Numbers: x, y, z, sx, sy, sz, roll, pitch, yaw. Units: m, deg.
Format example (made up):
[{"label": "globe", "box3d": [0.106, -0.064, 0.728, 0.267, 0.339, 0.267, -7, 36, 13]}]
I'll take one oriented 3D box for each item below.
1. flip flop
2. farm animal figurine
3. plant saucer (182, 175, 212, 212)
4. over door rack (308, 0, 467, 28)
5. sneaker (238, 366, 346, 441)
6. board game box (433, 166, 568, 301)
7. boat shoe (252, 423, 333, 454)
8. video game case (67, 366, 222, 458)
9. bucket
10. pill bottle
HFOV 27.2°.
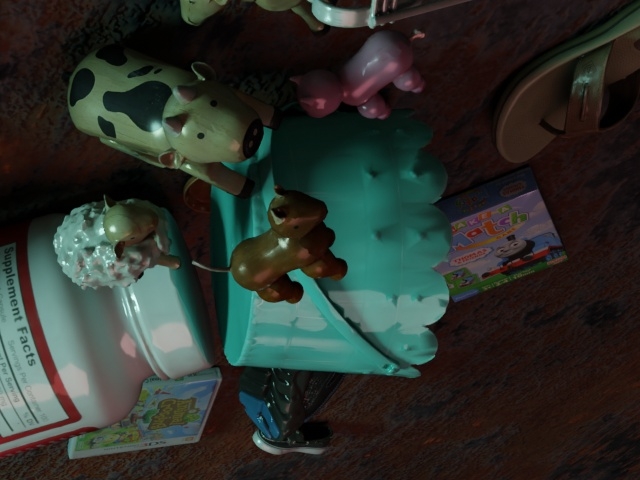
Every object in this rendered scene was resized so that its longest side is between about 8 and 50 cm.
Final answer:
[{"label": "flip flop", "box3d": [0.292, -0.159, 1.355, 0.277, 0.080, 0.112, -32, 147, 26]}, {"label": "farm animal figurine", "box3d": [-0.089, -0.122, 1.099, 0.327, 0.330, 0.172, 0, 166, 35]}, {"label": "plant saucer", "box3d": [-0.105, -0.057, 1.403, 0.083, 0.013, 0.083, -13, 150, -7]}, {"label": "over door rack", "box3d": [0.145, -0.290, 0.964, 0.324, 0.108, 0.239, -11, 131, -23]}, {"label": "sneaker", "box3d": [-0.018, 0.117, 1.682, 0.140, 0.125, 0.341, -33, 158, -30]}, {"label": "board game box", "box3d": [0.208, -0.003, 1.628, 0.160, 0.039, 0.211, -22, 150, 11]}, {"label": "boat shoe", "box3d": [-0.041, 0.298, 2.028, 0.142, 0.049, 0.040, 10, 123, -41]}, {"label": "video game case", "box3d": [-0.247, 0.243, 1.844, 0.193, 0.023, 0.212, -5, 149, -19]}, {"label": "bucket", "box3d": [0.000, 0.000, 1.291, 0.183, 0.281, 0.281, -1, 148, -15]}, {"label": "pill bottle", "box3d": [-0.327, 0.106, 1.356, 0.408, 0.229, 0.229, -17, 151, 2]}]
